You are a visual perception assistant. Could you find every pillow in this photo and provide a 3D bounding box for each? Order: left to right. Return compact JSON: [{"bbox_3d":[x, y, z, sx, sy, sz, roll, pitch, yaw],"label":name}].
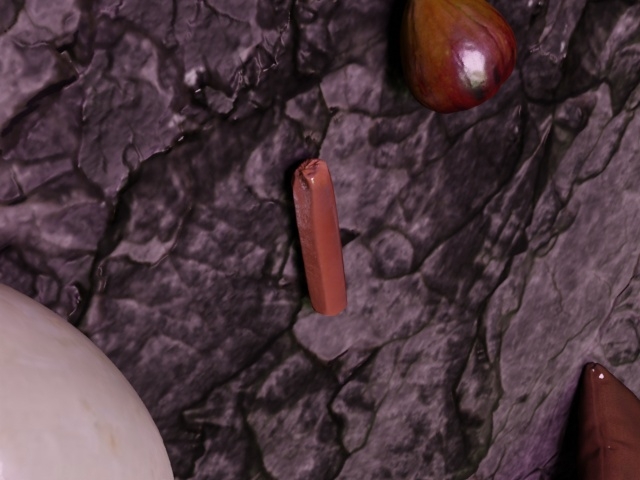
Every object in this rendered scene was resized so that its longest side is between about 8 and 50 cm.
[{"bbox_3d":[0.324,0.318,1.444,0.305,0.108,0.308,51,39,-47],"label":"pillow"}]

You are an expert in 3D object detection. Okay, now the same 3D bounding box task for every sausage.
[{"bbox_3d":[0.000,0.000,1.079,0.030,0.035,0.147,-46,143,-38],"label":"sausage"}]

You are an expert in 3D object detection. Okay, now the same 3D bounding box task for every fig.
[{"bbox_3d":[0.087,-0.157,1.031,0.089,0.089,0.125,-39,111,-15],"label":"fig"}]

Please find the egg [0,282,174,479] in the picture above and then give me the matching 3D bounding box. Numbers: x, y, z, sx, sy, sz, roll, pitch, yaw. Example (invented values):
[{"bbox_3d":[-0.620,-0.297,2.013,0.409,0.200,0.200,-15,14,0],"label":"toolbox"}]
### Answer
[{"bbox_3d":[-0.220,0.164,0.813,0.278,0.278,0.336,-51,142,-3],"label":"egg"}]
